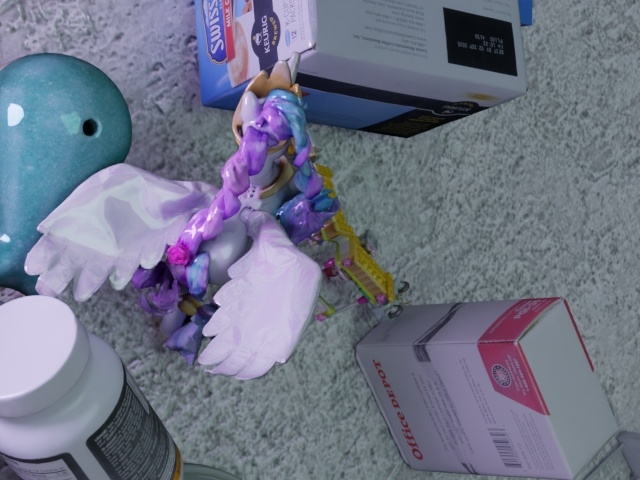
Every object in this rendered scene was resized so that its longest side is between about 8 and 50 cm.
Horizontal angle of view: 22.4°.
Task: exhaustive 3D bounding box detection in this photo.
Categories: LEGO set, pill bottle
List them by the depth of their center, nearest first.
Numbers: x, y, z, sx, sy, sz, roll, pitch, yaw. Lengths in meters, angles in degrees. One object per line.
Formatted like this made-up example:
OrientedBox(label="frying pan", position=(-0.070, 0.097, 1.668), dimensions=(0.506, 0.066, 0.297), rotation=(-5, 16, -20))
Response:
OrientedBox(label="pill bottle", position=(-0.263, 0.192, 1.712), dimensions=(0.162, 0.162, 0.278), rotation=(-54, 143, -27))
OrientedBox(label="LEGO set", position=(0.000, 0.000, 2.052), dimensions=(0.287, 0.107, 0.132), rotation=(57, 22, -17))

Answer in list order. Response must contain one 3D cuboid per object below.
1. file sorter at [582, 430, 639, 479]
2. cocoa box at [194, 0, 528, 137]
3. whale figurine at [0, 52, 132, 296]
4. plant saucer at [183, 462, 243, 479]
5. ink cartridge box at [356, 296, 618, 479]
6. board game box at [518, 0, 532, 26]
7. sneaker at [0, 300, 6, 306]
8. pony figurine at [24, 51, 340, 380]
OrientedBox(label="file sorter", position=(0.515, 0.450, 2.375), dimensions=(0.173, 0.193, 0.277), rotation=(-36, 111, -31))
OrientedBox(label="cocoa box", position=(0.046, -0.276, 1.975), dimensions=(0.347, 0.228, 0.231), rotation=(6, 74, -39))
OrientedBox(label="whale figurine", position=(-0.297, -0.071, 1.761), dimensions=(0.216, 0.141, 0.272), rotation=(21, 76, -37))
OrientedBox(label="plant saucer", position=(-0.150, 0.464, 1.890), dimensions=(0.401, 0.101, 0.400), rotation=(2, 87, -40))
OrientedBox(label="ink cartridge box", position=(0.209, 0.188, 2.075), dimensions=(0.117, 0.283, 0.207), rotation=(-39, 112, -37))
OrientedBox(label="board game box", position=(0.191, -0.350, 2.124), dimensions=(0.047, 0.210, 0.160), rotation=(6, 84, -38))
OrientedBox(label="sneaker", position=(-0.461, 0.104, 1.632), dimensions=(0.321, 0.125, 0.180), rotation=(26, 71, -36))
OrientedBox(label="pony figurine", position=(-0.112, -0.001, 1.784), dimensions=(0.303, 0.363, 0.351), rotation=(27, 66, 10))
